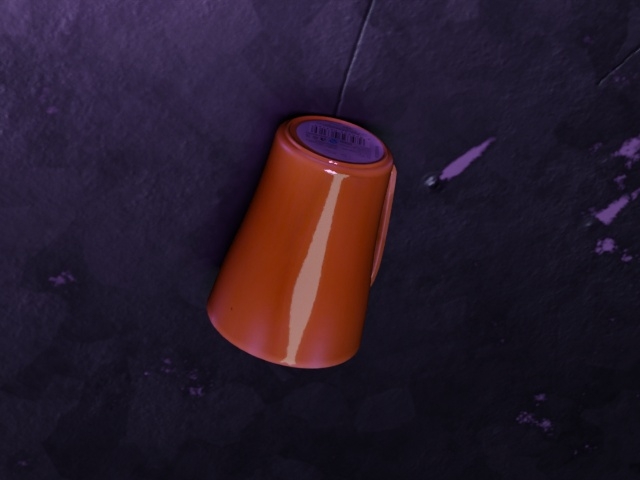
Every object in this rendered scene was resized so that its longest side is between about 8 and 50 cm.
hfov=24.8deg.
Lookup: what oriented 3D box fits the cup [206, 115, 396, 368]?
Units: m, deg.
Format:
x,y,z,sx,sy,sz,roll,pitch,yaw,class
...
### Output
x,y,z,sx,sy,sz,roll,pitch,yaw,class
0.000,0.000,1.625,0.226,0.182,0.264,-17,133,-47,cup
